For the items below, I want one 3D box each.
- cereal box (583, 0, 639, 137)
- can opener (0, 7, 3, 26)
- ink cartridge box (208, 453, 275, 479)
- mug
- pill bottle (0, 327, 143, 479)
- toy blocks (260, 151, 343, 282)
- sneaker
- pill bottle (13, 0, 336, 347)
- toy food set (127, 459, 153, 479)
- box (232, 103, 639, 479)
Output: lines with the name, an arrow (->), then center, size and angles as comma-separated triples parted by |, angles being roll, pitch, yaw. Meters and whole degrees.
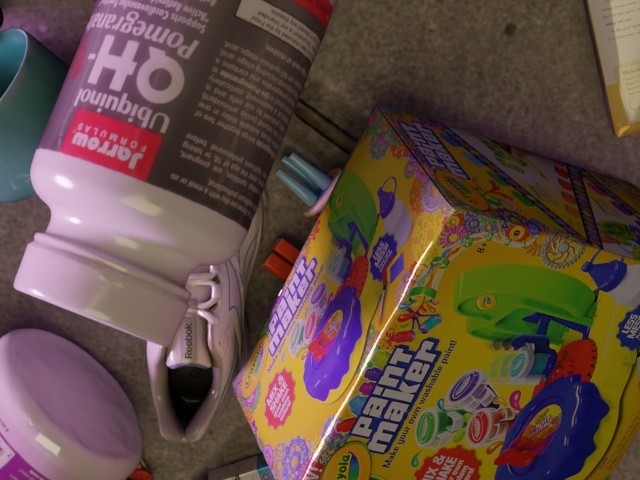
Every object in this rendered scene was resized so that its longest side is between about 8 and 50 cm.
cereal box -> 0.299, -0.218, 1.417 | 0.173, 0.047, 0.240 | -13, 114, 6
can opener -> -0.352, -0.187, 1.429 | 0.186, 0.059, 0.073 | -3, 91, 10
ink cartridge box -> -0.075, 0.236, 1.634 | 0.083, 0.028, 0.048 | -18, 113, 8
mug -> -0.261, -0.094, 1.435 | 0.158, 0.129, 0.097 | -9, 140, 46
pill bottle -> -0.313, 0.233, 1.556 | 0.169, 0.169, 0.301 | 41, 109, -17
toy blocks -> 0.000, 0.000, 1.513 | 0.148, 0.054, 0.123 | 39, 108, -16
sneaker -> -0.103, 0.040, 1.490 | 0.111, 0.129, 0.297 | -1, 113, 3
pill bottle -> -0.118, -0.087, 1.340 | 0.176, 0.176, 0.318 | 22, 84, -10
toy food set -> -0.201, 0.225, 1.634 | 0.082, 0.020, 0.083 | 20, 113, -9
box -> 0.124, 0.080, 1.440 | 0.279, 0.177, 0.290 | 14, 115, -28
